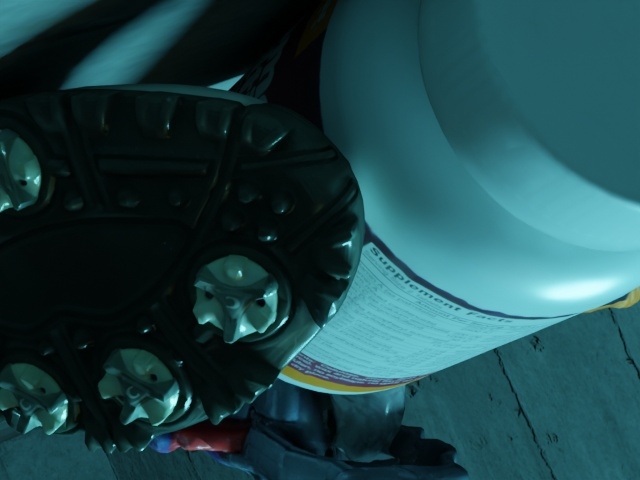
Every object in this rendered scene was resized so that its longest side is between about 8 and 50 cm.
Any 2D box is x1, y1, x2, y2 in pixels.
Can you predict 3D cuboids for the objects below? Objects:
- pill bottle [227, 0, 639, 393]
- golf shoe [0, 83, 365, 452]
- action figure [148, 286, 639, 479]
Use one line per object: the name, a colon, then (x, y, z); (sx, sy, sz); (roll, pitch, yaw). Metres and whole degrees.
pill bottle: (0.043, -0.029, 0.551); (0.121, 0.121, 0.221); (-22, 175, -25)
golf shoe: (-0.085, 0.003, 0.564); (0.273, 0.105, 0.120); (-19, -164, 40)
action figure: (0.000, 0.000, 0.848); (0.330, 0.178, 0.341); (-14, -166, -29)
